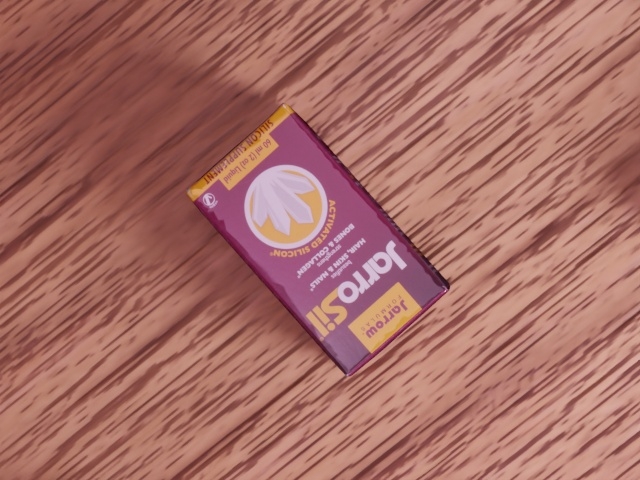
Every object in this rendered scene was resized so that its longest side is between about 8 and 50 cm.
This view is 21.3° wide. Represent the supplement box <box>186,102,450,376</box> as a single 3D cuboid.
[{"bbox_3d":[0.000,0.000,1.297,0.104,0.081,0.188,-42,86,4],"label":"supplement box"}]
